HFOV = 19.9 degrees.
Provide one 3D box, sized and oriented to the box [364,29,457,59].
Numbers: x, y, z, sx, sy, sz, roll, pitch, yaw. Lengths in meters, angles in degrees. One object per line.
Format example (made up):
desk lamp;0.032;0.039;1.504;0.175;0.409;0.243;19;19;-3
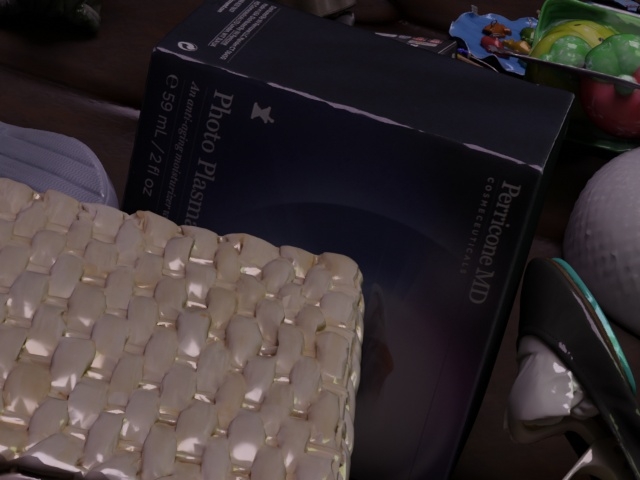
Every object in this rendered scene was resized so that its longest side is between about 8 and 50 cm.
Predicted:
box;0.007;-0.180;1.947;0.231;0.056;0.183;9;22;24

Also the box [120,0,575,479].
box;0.007;0.001;1.388;0.294;0.296;0.182;17;26;7

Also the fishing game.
fishing game;0.254;-0.251;2.281;0.189;0.041;0.264;34;33;30

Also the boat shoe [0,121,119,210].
boat shoe;-0.247;-0.032;1.483;0.109;0.094;0.302;-34;34;-22

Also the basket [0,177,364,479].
basket;-0.147;0.154;1.061;0.328;0.266;0.331;13;25;-1

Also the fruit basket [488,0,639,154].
fruit basket;0.346;-0.177;1.963;0.327;0.165;0.353;14;1;2

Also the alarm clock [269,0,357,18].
alarm clock;-0.010;-0.276;1.994;0.192;0.064;0.129;-10;15;3

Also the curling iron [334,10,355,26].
curling iron;0.000;-0.203;1.881;0.068;0.035;0.274;4;23;13

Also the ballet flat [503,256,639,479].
ballet flat;0.194;0.139;1.285;0.096;0.095;0.280;-23;68;-19

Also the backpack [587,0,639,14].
backpack;0.392;-0.235;2.229;0.158;0.116;0.173;3;16;-24

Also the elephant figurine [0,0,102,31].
elephant figurine;-0.298;-0.301;2.003;0.169;0.186;0.239;-14;50;20

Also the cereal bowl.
cereal bowl;0.414;-0.006;1.774;0.339;0.141;0.339;12;27;-6
